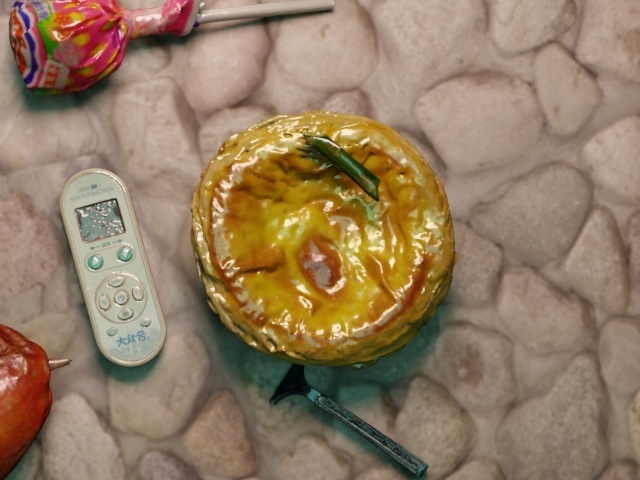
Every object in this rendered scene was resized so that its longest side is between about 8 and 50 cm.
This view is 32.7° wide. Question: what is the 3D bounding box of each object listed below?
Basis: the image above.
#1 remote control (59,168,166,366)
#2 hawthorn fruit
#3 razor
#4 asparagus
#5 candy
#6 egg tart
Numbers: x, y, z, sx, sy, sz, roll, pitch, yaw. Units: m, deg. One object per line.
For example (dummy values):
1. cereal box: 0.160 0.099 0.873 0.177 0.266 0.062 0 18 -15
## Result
1. remote control: -0.226 0.030 1.194 0.078 0.042 0.221 -16 86 -7
2. hawthorn fruit: -0.364 0.169 1.117 0.173 0.173 0.179 31 56 -3
3. razor: 0.038 0.205 1.211 0.190 0.033 0.066 35 83 -3
4. asparagus: 0.024 -0.082 1.127 0.108 0.025 0.021 40 90 -3
5. candy: -0.158 -0.242 1.210 0.365 0.124 0.124 -9 86 -15
6. egg tart: 0.000 0.000 1.186 0.294 0.116 0.295 1 83 -9
